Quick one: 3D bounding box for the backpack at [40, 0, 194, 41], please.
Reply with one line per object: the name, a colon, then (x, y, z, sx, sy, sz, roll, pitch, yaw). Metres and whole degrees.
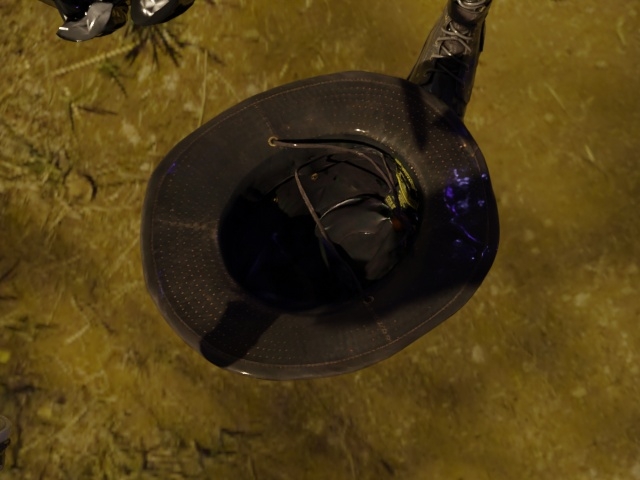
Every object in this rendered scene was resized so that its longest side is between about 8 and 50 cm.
backpack: (-0.167, -0.229, 0.387, 0.263, 0.276, 0.213, 23, 96, -41)

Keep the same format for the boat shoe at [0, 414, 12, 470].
boat shoe: (-0.255, 0.144, 0.646, 0.046, 0.125, 0.038, 19, 109, 34)

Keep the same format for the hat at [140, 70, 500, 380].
hat: (0.000, 0.000, 0.967, 0.331, 0.331, 0.134, -9, 154, -1)

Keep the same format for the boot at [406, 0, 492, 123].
boot: (0.150, -0.232, 1.135, 0.091, 0.263, 0.229, 16, 152, 2)
